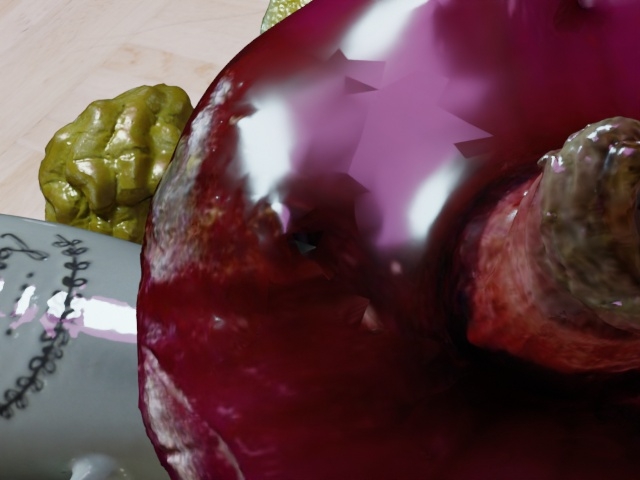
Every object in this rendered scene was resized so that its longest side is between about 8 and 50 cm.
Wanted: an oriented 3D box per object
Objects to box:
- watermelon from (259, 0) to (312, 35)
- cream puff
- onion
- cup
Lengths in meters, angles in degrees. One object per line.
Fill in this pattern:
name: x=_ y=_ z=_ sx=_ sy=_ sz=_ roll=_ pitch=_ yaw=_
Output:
watermelon: x=0.029 y=-0.214 z=1.644 sx=0.181 sy=0.075 sz=0.092 roll=-12 pitch=42 yaw=21
cream puff: x=-0.143 y=-0.042 z=1.520 sx=0.146 sy=0.146 sz=0.116 roll=-31 pitch=74 yaw=-3
onion: x=0.116 y=0.031 z=0.977 sx=0.398 sy=0.398 sz=0.420 roll=-38 pitch=9 yaw=-13
cup: x=-0.182 y=0.112 z=1.306 sx=0.234 sy=0.186 sz=0.258 roll=7 pitch=62 yaw=29
